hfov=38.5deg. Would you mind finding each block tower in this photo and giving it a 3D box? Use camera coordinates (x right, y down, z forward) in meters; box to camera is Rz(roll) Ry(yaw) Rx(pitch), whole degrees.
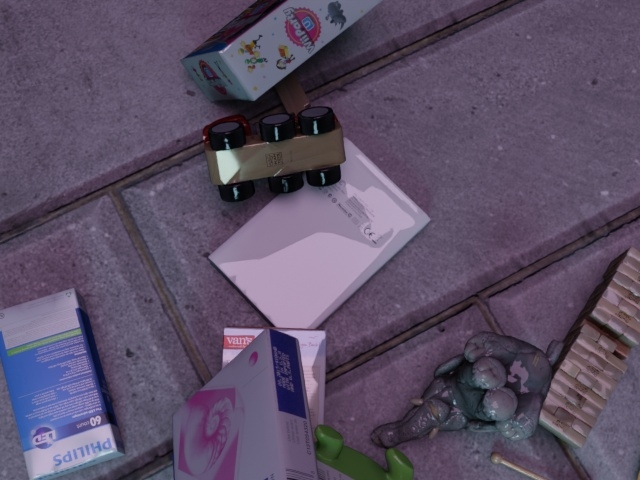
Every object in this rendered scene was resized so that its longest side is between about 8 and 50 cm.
[{"bbox_3d":[0.439,0.163,1.439,0.091,0.097,0.335,34,73,7],"label":"block tower"}]

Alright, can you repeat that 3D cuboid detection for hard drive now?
[{"bbox_3d":[0.000,0.000,1.492,0.307,0.040,0.203,-42,79,-13],"label":"hard drive"}]

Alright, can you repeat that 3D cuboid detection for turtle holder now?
[{"bbox_3d":[0.036,0.417,1.266,0.227,0.320,0.243,-48,55,21],"label":"turtle holder"}]

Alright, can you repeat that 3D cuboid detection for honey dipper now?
[{"bbox_3d":[0.336,0.364,1.407,0.161,0.030,0.030,24,73,9],"label":"honey dipper"}]

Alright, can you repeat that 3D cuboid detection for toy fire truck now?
[{"bbox_3d":[-0.085,-0.192,1.512,0.217,0.246,0.158,-11,115,-4],"label":"toy fire truck"}]

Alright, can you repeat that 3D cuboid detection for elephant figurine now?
[{"bbox_3d":[0.219,0.233,1.388,0.186,0.239,0.169,25,55,-22],"label":"elephant figurine"}]

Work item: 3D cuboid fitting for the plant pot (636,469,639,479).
[{"bbox_3d":[0.597,0.394,1.332,0.188,0.205,0.205,12,72,-15],"label":"plant pot"}]

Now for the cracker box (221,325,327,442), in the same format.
[{"bbox_3d":[-0.072,0.247,1.380,0.156,0.067,0.232,3,85,-2],"label":"cracker box"}]

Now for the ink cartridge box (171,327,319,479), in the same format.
[{"bbox_3d":[-0.127,0.334,1.196,0.071,0.330,0.324,24,36,-32],"label":"ink cartridge box"}]

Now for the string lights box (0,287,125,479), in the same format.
[{"bbox_3d":[-0.397,0.218,1.387,0.133,0.076,0.259,-17,75,-7],"label":"string lights box"}]

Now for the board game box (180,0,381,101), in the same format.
[{"bbox_3d":[-0.058,-0.352,1.498,0.303,0.224,0.097,-42,111,-14],"label":"board game box"}]
